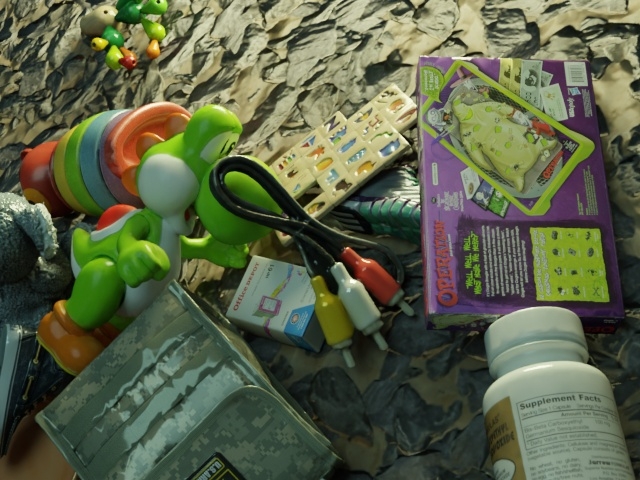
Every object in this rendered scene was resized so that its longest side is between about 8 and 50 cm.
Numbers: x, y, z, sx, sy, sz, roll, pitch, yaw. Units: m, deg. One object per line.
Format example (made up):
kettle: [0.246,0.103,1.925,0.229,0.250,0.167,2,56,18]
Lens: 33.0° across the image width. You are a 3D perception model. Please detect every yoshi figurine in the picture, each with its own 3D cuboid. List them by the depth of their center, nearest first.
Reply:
yoshi figurine: [-0.174,0.015,1.329,0.362,0.203,0.203,-58,27,6]

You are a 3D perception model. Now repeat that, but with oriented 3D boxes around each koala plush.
koala plush: [-0.405,0.019,1.415,0.196,0.221,0.203,7,59,1]

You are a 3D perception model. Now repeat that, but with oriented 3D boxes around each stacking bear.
stacking bear: [-0.313,-0.098,1.526,0.289,0.175,0.164,-6,42,37]

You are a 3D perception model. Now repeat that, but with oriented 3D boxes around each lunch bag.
lunch bag: [-0.141,0.232,1.224,0.235,0.169,0.287,-45,62,-2]

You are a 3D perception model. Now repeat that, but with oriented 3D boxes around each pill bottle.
pill bottle: [0.229,0.188,1.062,0.131,0.131,0.229,-19,55,19]

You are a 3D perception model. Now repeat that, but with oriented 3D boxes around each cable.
cable: [0.000,0.000,1.251,0.139,0.287,0.072,-39,8,-16]

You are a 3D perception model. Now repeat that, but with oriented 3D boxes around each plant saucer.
plant saucer: [-0.381,0.295,1.403,0.200,0.037,0.200,-15,56,22]

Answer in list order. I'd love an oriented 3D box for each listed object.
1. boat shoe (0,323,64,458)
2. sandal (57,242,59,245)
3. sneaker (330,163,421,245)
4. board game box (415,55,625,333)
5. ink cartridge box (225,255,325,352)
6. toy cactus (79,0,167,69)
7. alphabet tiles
boat shoe: [-0.380,0.201,1.396,0.065,0.083,0.183,24,103,65]
sandal: [-0.471,0.119,1.532,0.120,0.086,0.303,33,63,17]
sneaker: [0.114,-0.051,1.304,0.224,0.083,0.098,15,66,36]
board game box: [0.216,-0.060,1.218,0.208,0.056,0.346,4,60,-4]
ink cartridge box: [-0.044,0.077,1.332,0.122,0.052,0.088,11,68,35]
toy cactus: [-0.323,-0.360,1.728,0.180,0.112,0.219,-5,69,38]
alphabet tiles: [0.021,-0.108,1.389,0.237,0.009,0.198,-38,30,4]
